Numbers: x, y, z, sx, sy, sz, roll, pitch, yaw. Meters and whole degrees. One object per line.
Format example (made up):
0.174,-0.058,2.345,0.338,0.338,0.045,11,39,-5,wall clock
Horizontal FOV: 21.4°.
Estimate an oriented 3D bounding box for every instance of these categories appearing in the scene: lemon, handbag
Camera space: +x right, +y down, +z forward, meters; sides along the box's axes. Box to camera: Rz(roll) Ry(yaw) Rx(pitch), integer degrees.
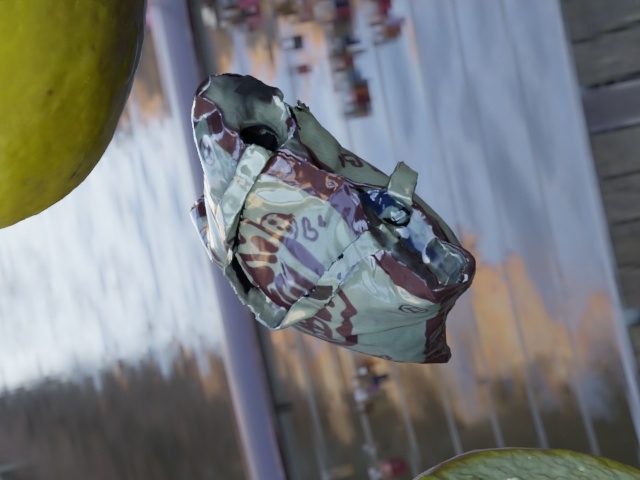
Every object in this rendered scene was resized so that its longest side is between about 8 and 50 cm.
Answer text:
-0.234,-0.140,1.072,0.260,0.260,0.284,67,147,31,lemon
0.000,0.000,1.095,0.213,0.127,0.235,34,167,9,handbag

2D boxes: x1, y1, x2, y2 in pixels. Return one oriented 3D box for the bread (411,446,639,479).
0.099,0.291,1.198,0.264,0.395,0.239,41,124,54,bread
